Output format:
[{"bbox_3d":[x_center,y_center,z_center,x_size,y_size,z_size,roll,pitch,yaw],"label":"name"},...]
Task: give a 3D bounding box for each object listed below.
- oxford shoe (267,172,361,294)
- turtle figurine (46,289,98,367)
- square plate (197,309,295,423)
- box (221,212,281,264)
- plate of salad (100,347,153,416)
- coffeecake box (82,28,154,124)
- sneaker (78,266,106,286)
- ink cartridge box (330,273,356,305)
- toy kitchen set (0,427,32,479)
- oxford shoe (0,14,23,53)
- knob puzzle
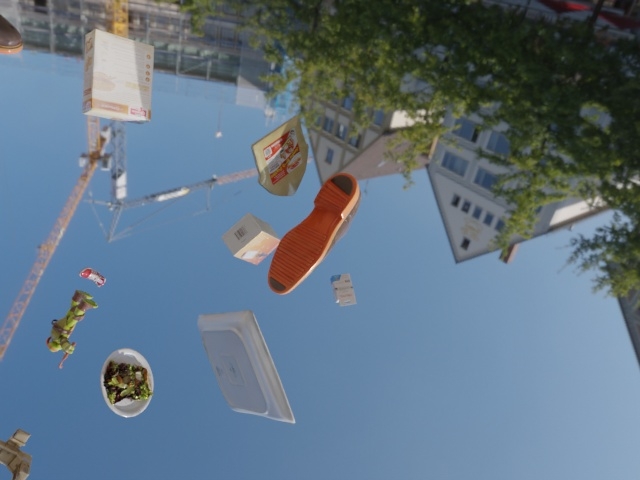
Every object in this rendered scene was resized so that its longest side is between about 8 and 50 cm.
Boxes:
[{"bbox_3d":[0.000,0.000,1.366,0.130,0.363,0.133,34,173,29],"label":"oxford shoe"},{"bbox_3d":[-0.810,0.267,1.638,0.087,0.217,0.269,33,176,-29],"label":"turtle figurine"},{"bbox_3d":[-0.243,0.381,1.532,0.049,0.347,0.344,-24,-174,-39],"label":"square plate"},{"bbox_3d":[-0.232,-0.003,1.759,0.091,0.130,0.170,51,-172,23],"label":"box"},{"bbox_3d":[-0.558,0.413,1.508,0.048,0.199,0.200,-18,-159,23],"label":"plate of salad"},{"bbox_3d":[-0.482,-0.385,1.226,0.142,0.185,0.068,3,180,-43],"label":"coffeecake box"},{"bbox_3d":[-0.846,0.138,1.914,0.067,0.042,0.118,41,179,10],"label":"sneaker"},{"bbox_3d":[0.059,0.131,1.333,0.048,0.028,0.083,-7,-112,-17],"label":"ink cartridge box"},{"bbox_3d":[-0.617,0.430,1.029,0.083,0.068,0.075,43,170,-25],"label":"toy kitchen set"},{"bbox_3d":[-0.625,-0.424,0.854,0.271,0.098,0.097,35,-146,-22],"label":"oxford shoe"},{"bbox_3d":[-0.100,-0.201,1.328,0.030,0.213,0.213,18,-152,35],"label":"knob puzzle"}]
